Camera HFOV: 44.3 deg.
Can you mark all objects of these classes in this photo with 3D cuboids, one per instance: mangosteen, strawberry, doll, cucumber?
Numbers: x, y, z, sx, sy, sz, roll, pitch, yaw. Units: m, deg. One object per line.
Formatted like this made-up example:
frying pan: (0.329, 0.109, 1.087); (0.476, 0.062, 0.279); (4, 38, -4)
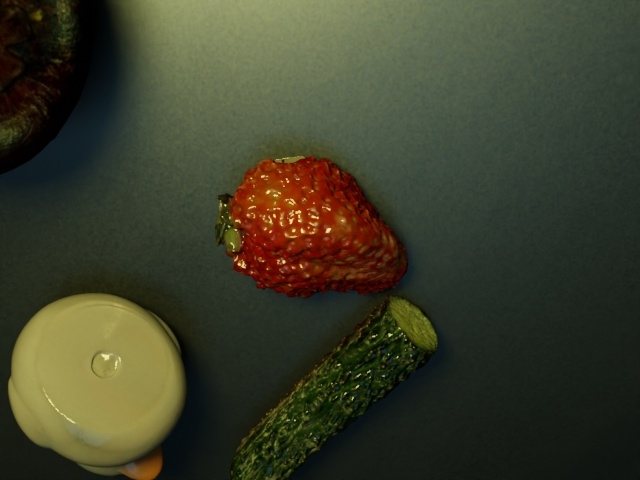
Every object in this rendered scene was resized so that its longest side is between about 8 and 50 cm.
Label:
mangosteen: (-0.374, -0.216, 0.751); (0.330, 0.330, 0.330); (1, 114, 3)
strawberry: (0.001, -0.007, 0.896); (0.236, 0.107, 0.175); (-1, 102, -13)
doll: (-0.277, 0.194, 0.999); (0.221, 0.221, 0.251); (-42, 84, 19)
cucumber: (0.003, 0.219, 1.029); (0.096, 0.096, 0.359); (37, 113, -13)

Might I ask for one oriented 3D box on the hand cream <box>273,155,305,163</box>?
hand cream: (-0.032, -0.020, 0.958); (0.057, 0.037, 0.165); (-8, 106, 7)
